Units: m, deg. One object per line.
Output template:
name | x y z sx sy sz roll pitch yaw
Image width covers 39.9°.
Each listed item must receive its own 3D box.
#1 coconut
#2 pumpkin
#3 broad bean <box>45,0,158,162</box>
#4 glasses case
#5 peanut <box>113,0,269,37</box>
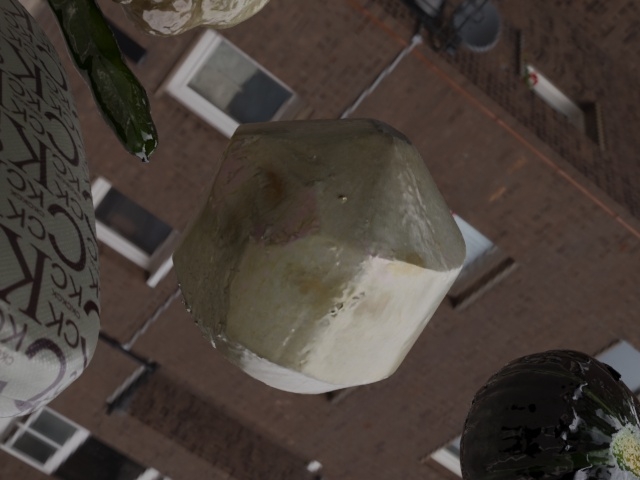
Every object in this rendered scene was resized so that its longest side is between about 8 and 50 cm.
coconut | -0.001 -0.002 0.729 0.241 0.241 0.241 -48 -163 20
pumpkin | 0.295 0.293 1.145 0.296 0.295 0.296 -48 -163 20
broad bean | -0.213 -0.201 0.721 0.049 0.292 0.144 -27 -160 1
glasses case | -0.194 -0.059 0.475 0.085 0.137 0.355 -37 -136 12
peanut | -0.118 -0.241 0.822 0.104 0.086 0.228 -36 179 36
